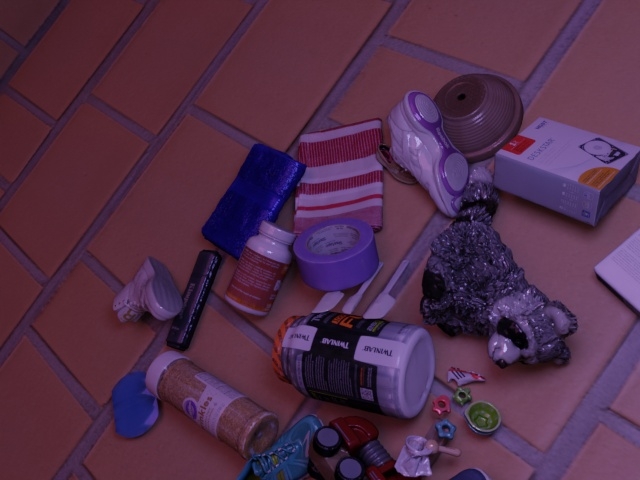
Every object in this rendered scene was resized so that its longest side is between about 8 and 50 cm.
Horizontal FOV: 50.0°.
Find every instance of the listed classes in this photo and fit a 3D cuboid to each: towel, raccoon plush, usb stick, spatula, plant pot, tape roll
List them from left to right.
[{"bbox_3d":[-0.337,0.155,1.828,0.077,0.045,0.278,8,72,34],"label":"usb stick"},{"bbox_3d":[-0.186,-0.105,1.815,0.227,0.076,0.308,26,86,50],"label":"towel"},{"bbox_3d":[0.037,0.029,1.585,0.188,0.080,0.189,-11,31,7],"label":"tape roll"},{"bbox_3d":[0.046,-0.158,1.753,0.236,0.037,0.329,-9,61,21],"label":"towel"},{"bbox_3d":[0.104,0.104,1.532,0.168,0.019,0.242,-2,24,29],"label":"spatula"},{"bbox_3d":[0.348,-0.309,1.622,0.237,0.109,0.238,-13,62,25],"label":"plant pot"},{"bbox_3d":[0.389,0.043,1.381,0.299,0.216,0.447,12,73,25],"label":"raccoon plush"}]

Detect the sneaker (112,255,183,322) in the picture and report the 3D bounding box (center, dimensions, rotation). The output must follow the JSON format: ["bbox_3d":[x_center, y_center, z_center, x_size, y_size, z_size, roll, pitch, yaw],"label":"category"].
[{"bbox_3d":[-0.467,0.174,1.834,0.169,0.108,0.292,-49,28,5],"label":"sneaker"}]

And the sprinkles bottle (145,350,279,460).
[{"bbox_3d":[-0.262,0.384,1.628,0.355,0.121,0.121,22,79,35],"label":"sprinkles bottle"}]

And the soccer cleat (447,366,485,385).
[{"bbox_3d":[0.299,0.285,1.414,0.083,0.029,0.036,8,80,36],"label":"soccer cleat"}]

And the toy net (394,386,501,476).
[{"bbox_3d":[0.234,0.368,1.336,0.232,0.045,0.122,-25,57,-23],"label":"toy net"}]

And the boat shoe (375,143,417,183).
[{"bbox_3d":[0.186,-0.189,1.680,0.135,0.045,0.050,38,73,23],"label":"boat shoe"}]

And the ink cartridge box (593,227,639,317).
[{"bbox_3d":[0.695,0.071,1.269,0.239,0.060,0.275,-41,53,5],"label":"ink cartridge box"}]

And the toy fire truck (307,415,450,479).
[{"bbox_3d":[0.126,0.434,1.388,0.246,0.159,0.217,-17,46,-30],"label":"toy fire truck"}]

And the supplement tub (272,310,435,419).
[{"bbox_3d":[0.067,0.255,1.457,0.315,0.193,0.194,5,70,31],"label":"supplement tub"}]

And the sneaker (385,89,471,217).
[{"bbox_3d":[0.249,-0.190,1.604,0.152,0.114,0.305,-30,80,54],"label":"sneaker"}]

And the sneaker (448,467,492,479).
[{"bbox_3d":[0.173,0.548,1.258,0.350,0.148,0.131,-50,31,1],"label":"sneaker"}]

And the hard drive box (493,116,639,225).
[{"bbox_3d":[0.506,-0.149,1.420,0.232,0.089,0.181,27,52,36],"label":"hard drive box"}]

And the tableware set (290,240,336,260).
[{"bbox_3d":[0.000,0.000,1.726,0.168,0.020,0.141,16,76,34],"label":"tableware set"}]

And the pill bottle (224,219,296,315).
[{"bbox_3d":[-0.143,0.066,1.686,0.121,0.121,0.216,29,97,36],"label":"pill bottle"}]

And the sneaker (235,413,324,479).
[{"bbox_3d":[-0.096,0.489,1.489,0.275,0.110,0.107,-46,53,2],"label":"sneaker"}]

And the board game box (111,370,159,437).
[{"bbox_3d":[-0.474,0.426,1.786,0.133,0.033,0.169,-22,63,13],"label":"board game box"}]
